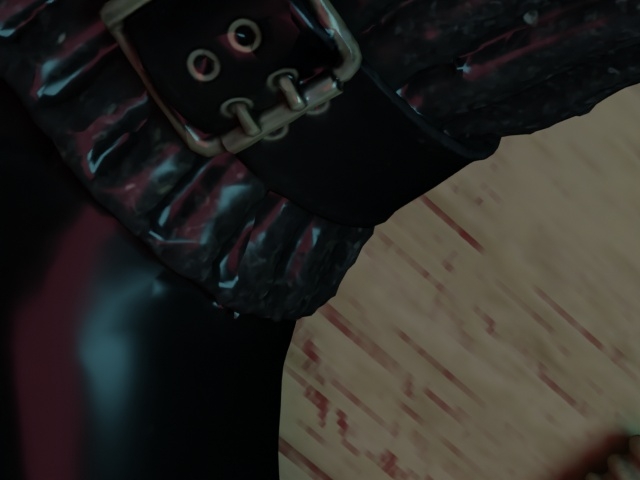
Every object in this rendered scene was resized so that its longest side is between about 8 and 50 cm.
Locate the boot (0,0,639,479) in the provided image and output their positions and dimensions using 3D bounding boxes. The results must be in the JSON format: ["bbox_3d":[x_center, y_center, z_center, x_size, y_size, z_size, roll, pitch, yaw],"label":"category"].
[{"bbox_3d":[0.000,0.000,0.481,0.260,0.131,0.348,-24,108,6],"label":"boot"}]

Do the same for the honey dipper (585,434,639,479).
[{"bbox_3d":[0.132,0.038,0.558,0.161,0.030,0.030,-40,107,6],"label":"honey dipper"}]
